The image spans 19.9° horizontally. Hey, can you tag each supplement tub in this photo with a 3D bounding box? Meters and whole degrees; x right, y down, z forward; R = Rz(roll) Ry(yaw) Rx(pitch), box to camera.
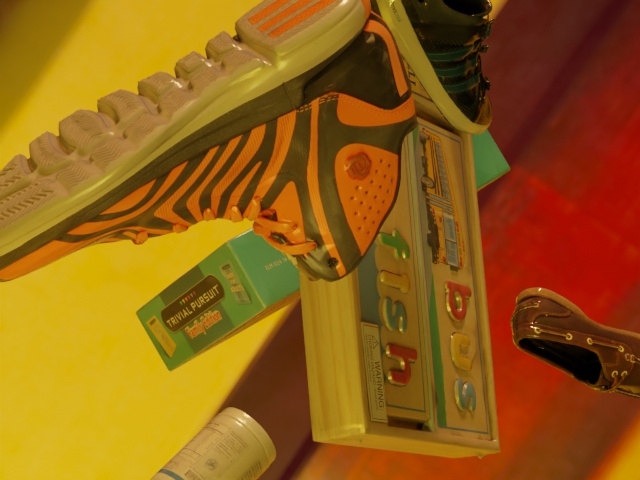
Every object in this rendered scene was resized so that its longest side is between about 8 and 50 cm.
[{"bbox_3d":[-0.100,0.214,1.689,0.107,0.071,0.071,-42,178,-29],"label":"supplement tub"}]

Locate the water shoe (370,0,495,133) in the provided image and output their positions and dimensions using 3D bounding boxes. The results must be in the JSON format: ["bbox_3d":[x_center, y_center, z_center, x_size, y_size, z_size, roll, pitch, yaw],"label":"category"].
[{"bbox_3d":[0.111,-0.160,1.485,0.080,0.203,0.073,-27,-131,14],"label":"water shoe"}]

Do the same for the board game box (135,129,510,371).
[{"bbox_3d":[0.000,0.000,1.904,0.336,0.079,0.254,-29,177,-32],"label":"board game box"}]

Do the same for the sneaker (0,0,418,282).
[{"bbox_3d":[-0.070,-0.024,1.223,0.321,0.180,0.124,-30,-152,-3],"label":"sneaker"}]

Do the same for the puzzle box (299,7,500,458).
[{"bbox_3d":[0.065,-0.018,1.592,0.052,0.409,0.272,-11,166,27],"label":"puzzle box"}]

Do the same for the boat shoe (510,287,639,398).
[{"bbox_3d":[0.290,0.126,1.925,0.073,0.207,0.073,-56,-165,40],"label":"boat shoe"}]
